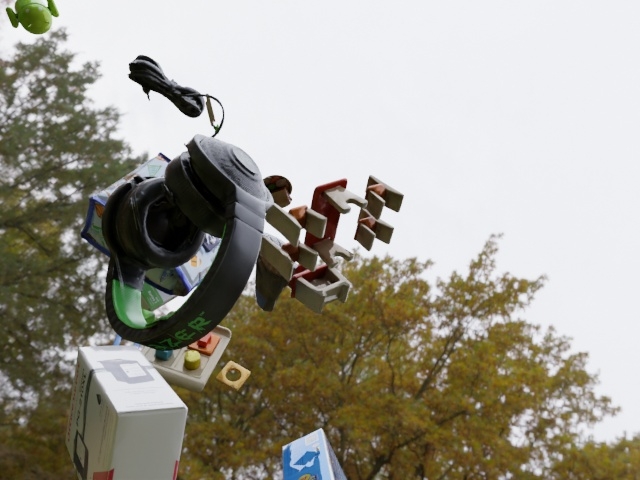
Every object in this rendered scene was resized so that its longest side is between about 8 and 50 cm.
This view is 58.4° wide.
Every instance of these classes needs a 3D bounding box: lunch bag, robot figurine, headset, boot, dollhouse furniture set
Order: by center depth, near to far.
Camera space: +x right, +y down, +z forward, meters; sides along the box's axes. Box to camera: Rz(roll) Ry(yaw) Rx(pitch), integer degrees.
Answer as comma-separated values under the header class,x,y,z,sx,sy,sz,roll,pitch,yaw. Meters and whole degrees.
class,x,y,z,sx,sy,sz,roll,pitch,yaw
headset,-0.194,-0.061,0.738,0.243,0.394,0.185,-24,-40,30
dollhouse furniture set,0.000,0.000,1.098,0.135,0.262,0.259,39,-48,34
boot,-0.116,0.054,1.165,0.082,0.219,0.106,16,-75,-21
robot figurine,-0.623,-0.491,1.244,0.115,0.101,0.067,52,-25,37
lunch bag,-0.456,-0.043,1.742,0.385,0.328,0.239,37,-46,3

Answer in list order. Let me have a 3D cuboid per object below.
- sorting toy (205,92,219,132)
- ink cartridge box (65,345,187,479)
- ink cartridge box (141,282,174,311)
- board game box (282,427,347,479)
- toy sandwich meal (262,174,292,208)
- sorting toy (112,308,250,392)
class,x,y,z,sx,sy,sz,roll,pitch,yaw
sorting toy,-0.223,-0.257,1.186,0.062,0.012,0.083,167,-91,-77
ink cartridge box,-0.294,0.275,0.840,0.237,0.100,0.171,20,-79,54
ink cartridge box,-0.520,0.160,1.884,0.160,0.219,0.092,-32,-90,48
board game box,0.038,0.518,0.956,0.086,0.308,0.301,-25,-86,-3
toy sandwich meal,-0.099,-0.107,1.266,0.086,0.029,0.085,-4,-48,-5
sorting toy,-0.334,0.262,1.409,0.348,0.196,0.047,17,-49,5
